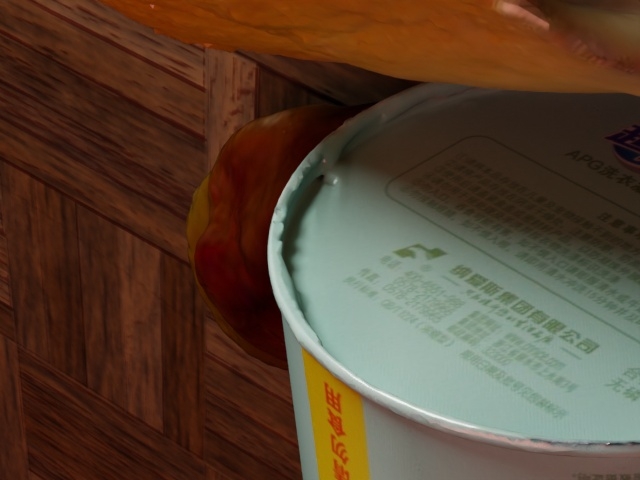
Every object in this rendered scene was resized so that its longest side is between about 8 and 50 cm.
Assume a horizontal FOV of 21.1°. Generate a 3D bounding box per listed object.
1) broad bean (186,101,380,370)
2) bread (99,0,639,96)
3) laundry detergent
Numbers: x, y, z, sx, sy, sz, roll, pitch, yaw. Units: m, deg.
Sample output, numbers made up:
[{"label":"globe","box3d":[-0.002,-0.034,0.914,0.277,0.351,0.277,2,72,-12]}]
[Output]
[{"label":"broad bean","box3d":[-0.003,0.000,0.997,0.228,0.122,0.156,-20,109,47]},{"label":"bread","box3d":[0.013,-0.203,0.702,0.394,0.250,0.361,5,124,43]},{"label":"laundry detergent","box3d":[0.130,0.111,0.827,0.287,0.287,0.305,21,134,31]}]
